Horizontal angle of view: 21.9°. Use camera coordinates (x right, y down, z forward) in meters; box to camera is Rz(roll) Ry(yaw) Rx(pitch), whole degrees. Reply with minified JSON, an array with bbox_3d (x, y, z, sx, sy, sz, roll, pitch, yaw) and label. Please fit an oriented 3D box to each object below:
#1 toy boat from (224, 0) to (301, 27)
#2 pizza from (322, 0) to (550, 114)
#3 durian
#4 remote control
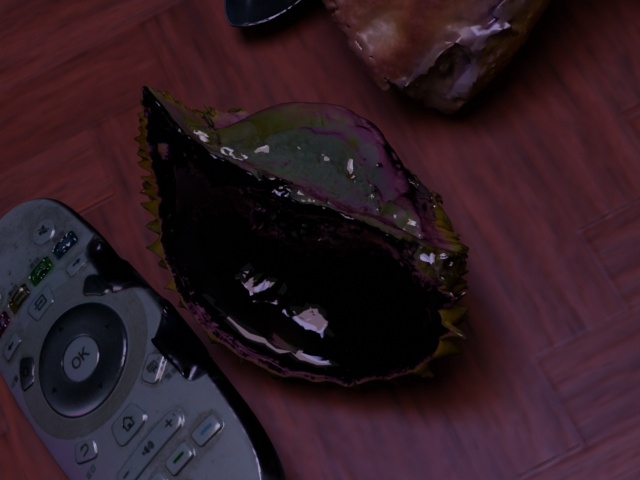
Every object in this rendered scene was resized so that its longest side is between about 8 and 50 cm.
[{"bbox_3d":[-0.005,-0.172,0.907,0.055,0.060,0.141,35,81,27],"label":"toy boat"},{"bbox_3d":[0.072,-0.217,0.837,0.161,0.085,0.306,11,99,26],"label":"pizza"},{"bbox_3d":[0.002,-0.002,0.807,0.186,0.119,0.108,27,34,15],"label":"durian"},{"bbox_3d":[-0.096,0.070,0.806,0.097,0.045,0.256,-48,56,11],"label":"remote control"}]
